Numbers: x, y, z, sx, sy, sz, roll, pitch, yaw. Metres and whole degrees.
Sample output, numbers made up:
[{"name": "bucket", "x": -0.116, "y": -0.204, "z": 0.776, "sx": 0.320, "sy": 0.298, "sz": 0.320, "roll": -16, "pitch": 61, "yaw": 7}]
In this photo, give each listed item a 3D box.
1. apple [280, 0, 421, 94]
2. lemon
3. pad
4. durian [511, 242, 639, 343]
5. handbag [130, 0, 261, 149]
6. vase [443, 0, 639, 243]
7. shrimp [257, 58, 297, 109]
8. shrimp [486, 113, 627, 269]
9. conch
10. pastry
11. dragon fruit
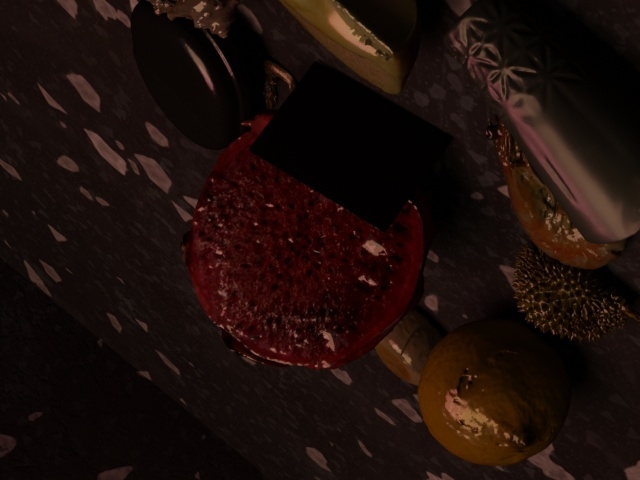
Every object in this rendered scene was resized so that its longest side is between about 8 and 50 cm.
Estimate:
[{"name": "apple", "x": 0.028, "y": -0.301, "z": 1.605, "sx": 0.265, "sy": 0.120, "sz": 0.193, "roll": 43, "pitch": 169, "yaw": 8}, {"name": "lemon", "x": 0.263, "y": 0.236, "z": 2.000, "sx": 0.228, "sy": 0.228, "sz": 0.253, "roll": 48, "pitch": 158, "yaw": -11}, {"name": "pad", "x": 0.041, "y": -0.136, "z": 1.802, "sx": 0.245, "sy": 0.170, "sz": 0.006, "roll": 32, "pitch": 171, "yaw": 24}, {"name": "durian", "x": 0.348, "y": 0.090, "z": 1.773, "sx": 0.208, "sy": 0.102, "sz": 0.146, "roll": 17, "pitch": 142, "yaw": 39}, {"name": "handbag", "x": -0.202, "y": -0.271, "z": 2.027, "sx": 0.254, "sy": 0.093, "sz": 0.308, "roll": 43, "pitch": 158, "yaw": 16}, {"name": "vase", "x": 0.272, "y": -0.148, "z": 1.457, "sx": 0.301, "sy": 0.156, "sz": 0.251, "roll": 49, "pitch": -177, "yaw": 2}, {"name": "shrimp", "x": -0.064, "y": -0.230, "z": 1.990, "sx": 0.083, "sy": 0.023, "sz": 0.114, "roll": 31, "pitch": 150, "yaw": 22}, {"name": "shrimp", "x": 0.293, "y": -0.073, "z": 1.638, "sx": 0.154, "sy": 0.062, "sz": 0.294, "roll": -1, "pitch": 136, "yaw": 45}, {"name": "conch", "x": -0.179, "y": -0.397, "z": 1.792, "sx": 0.178, "sy": 0.163, "sz": 0.245, "roll": -20, "pitch": 99, "yaw": 29}, {"name": "pastry", "x": 0.152, "y": 0.184, "z": 2.261, "sx": 0.156, "sy": 0.092, "sz": 0.156, "roll": 43, "pitch": 160, "yaw": 20}, {"name": "dragon fruit", "x": 0.000, "y": 0.000, "z": 1.922, "sx": 0.249, "sy": 0.371, "sz": 0.386, "roll": 12, "pitch": -119, "yaw": -73}]
